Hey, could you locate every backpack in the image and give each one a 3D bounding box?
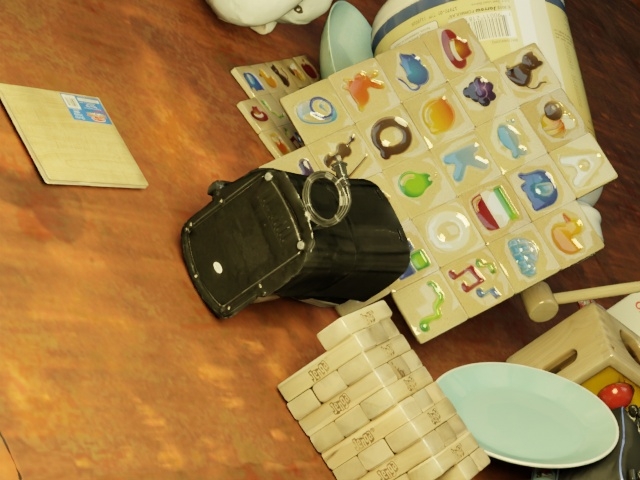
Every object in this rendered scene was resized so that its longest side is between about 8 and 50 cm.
[{"bbox_3d":[0.297,0.276,1.398,0.173,0.117,0.158,64,21,-17],"label":"backpack"}]

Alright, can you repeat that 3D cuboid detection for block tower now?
[{"bbox_3d":[0.096,0.218,1.163,0.335,0.097,0.091,57,25,7],"label":"block tower"}]

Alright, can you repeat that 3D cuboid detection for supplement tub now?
[{"bbox_3d":[0.190,-0.124,1.569,0.228,0.228,0.316,15,60,-53],"label":"supplement tub"}]

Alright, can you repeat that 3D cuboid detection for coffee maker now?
[{"bbox_3d":[0.000,0.000,1.197,0.178,0.171,0.120,1,82,-57],"label":"coffee maker"}]

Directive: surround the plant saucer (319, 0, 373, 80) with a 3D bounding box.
[{"bbox_3d":[0.040,-0.179,1.608,0.195,0.037,0.195,49,32,-44],"label":"plant saucer"}]

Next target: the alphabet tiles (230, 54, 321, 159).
[{"bbox_3d":[-0.007,-0.117,1.539,0.198,0.009,0.237,54,25,4],"label":"alphabet tiles"}]

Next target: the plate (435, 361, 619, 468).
[{"bbox_3d":[0.199,0.177,1.375,0.188,0.024,0.188,7,24,-3],"label":"plate"}]

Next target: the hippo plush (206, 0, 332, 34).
[{"bbox_3d":[-0.091,-0.343,1.536,0.294,0.234,0.236,-30,109,-60],"label":"hippo plush"}]

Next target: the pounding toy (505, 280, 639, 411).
[{"bbox_3d":[0.293,0.127,1.513,0.206,0.181,0.094,34,30,-34],"label":"pounding toy"}]

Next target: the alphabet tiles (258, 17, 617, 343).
[{"bbox_3d":[0.123,-0.067,1.403,0.343,0.011,0.285,-26,78,-20],"label":"alphabet tiles"}]

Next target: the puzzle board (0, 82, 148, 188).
[{"bbox_3d":[-0.205,-0.083,1.149,0.096,0.011,0.128,58,25,17],"label":"puzzle board"}]

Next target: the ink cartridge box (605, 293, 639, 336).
[{"bbox_3d":[0.361,0.137,1.655,0.109,0.150,0.063,59,26,14],"label":"ink cartridge box"}]

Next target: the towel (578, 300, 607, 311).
[{"bbox_3d":[0.418,0.167,1.860,0.144,0.029,0.197,33,30,-36],"label":"towel"}]
